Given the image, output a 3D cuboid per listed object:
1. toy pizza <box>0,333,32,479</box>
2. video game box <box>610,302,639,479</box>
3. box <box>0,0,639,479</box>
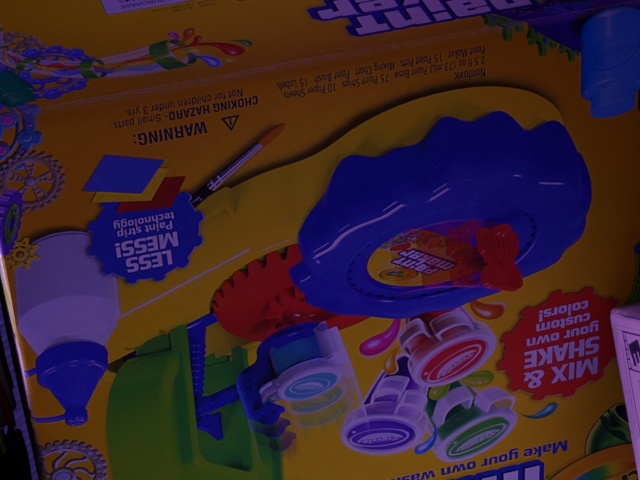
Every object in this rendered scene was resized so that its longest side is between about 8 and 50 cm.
[{"bbox_3d":[-0.150,0.086,0.756,0.201,0.032,0.201,169,90,-78],"label":"toy pizza"},{"bbox_3d":[0.177,0.126,0.626,0.187,0.048,0.205,-163,63,-80],"label":"video game box"},{"bbox_3d":[0.000,0.000,0.759,0.177,0.290,0.279,-118,19,-54],"label":"box"}]
